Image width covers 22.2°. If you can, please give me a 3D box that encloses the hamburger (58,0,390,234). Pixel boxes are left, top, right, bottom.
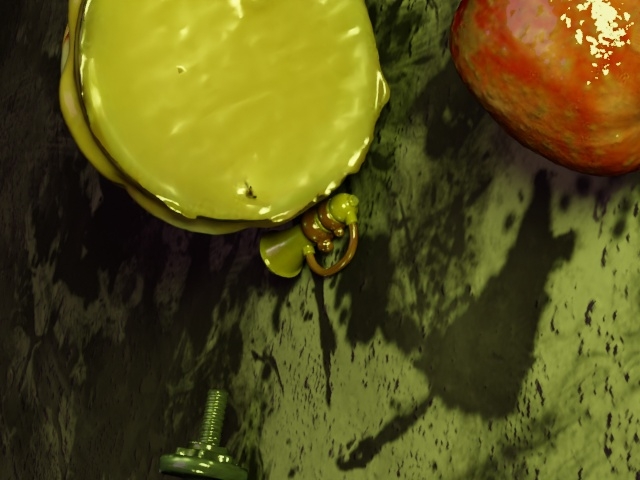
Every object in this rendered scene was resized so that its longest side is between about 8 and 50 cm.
[{"bbox_3d":[-0.094,-0.138,1.386,0.237,0.276,0.276,-175,99,-74],"label":"hamburger"}]

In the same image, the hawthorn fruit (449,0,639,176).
[{"bbox_3d":[0.176,-0.105,0.989,0.203,0.163,0.162,55,128,35],"label":"hawthorn fruit"}]

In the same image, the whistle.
[{"bbox_3d":[-0.005,-0.001,1.380,0.109,0.046,0.057,-30,36,47],"label":"whistle"}]

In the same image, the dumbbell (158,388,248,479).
[{"bbox_3d":[-0.110,0.253,1.407,0.081,0.082,0.254,-14,63,60],"label":"dumbbell"}]
